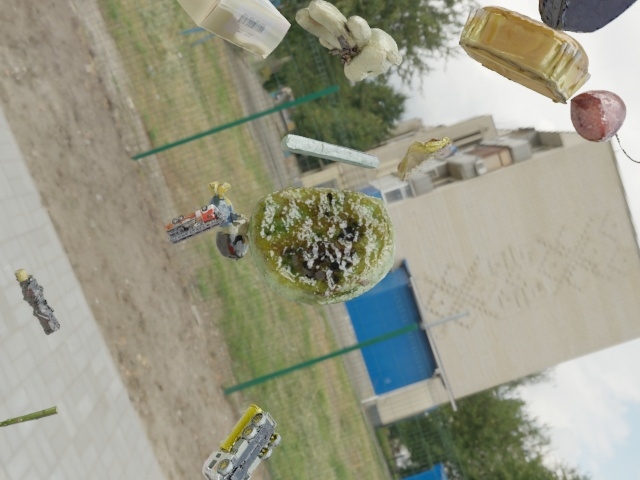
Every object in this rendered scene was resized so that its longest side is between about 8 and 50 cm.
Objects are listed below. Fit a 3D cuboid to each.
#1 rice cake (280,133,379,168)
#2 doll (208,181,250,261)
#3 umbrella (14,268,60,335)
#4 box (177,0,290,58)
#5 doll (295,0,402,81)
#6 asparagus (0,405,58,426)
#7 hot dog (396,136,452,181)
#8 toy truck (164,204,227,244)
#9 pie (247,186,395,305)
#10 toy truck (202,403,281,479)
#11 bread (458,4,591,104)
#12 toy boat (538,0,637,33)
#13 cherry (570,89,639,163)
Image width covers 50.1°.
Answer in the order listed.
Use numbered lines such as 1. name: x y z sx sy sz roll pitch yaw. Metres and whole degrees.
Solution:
1. rice cake: 0.021 -0.172 1.340 0.033 0.207 0.033 -7 -105 65
2. doll: -0.194 -0.039 1.480 0.102 0.089 0.179 10 -69 54
3. umbrella: -0.549 0.118 1.331 0.040 0.037 0.144 -50 128 -48
4. box: -0.185 -0.467 1.341 0.168 0.095 0.212 54 23 22
5. doll: 0.063 -0.502 1.735 0.278 0.149 0.175 27 20 -23
6. asparagus: -0.552 0.331 1.270 0.018 0.127 0.015 89 -15 -54
7. hot dog: 0.243 -0.212 1.671 0.078 0.169 0.061 -11 68 -55
8. toy truck: -0.158 -0.022 0.873 0.024 0.083 0.032 49 21 -58
9. pie: 0.000 0.000 1.422 0.070 0.323 0.323 91 -15 -54
10. toy truck: -0.194 0.516 1.699 0.227 0.114 0.098 -51 122 -37
11. bread: 0.391 -0.361 1.314 0.241 0.107 0.136 37 9 29
12. toy boat: 0.266 -0.328 0.570 0.219 0.072 0.318 162 -54 -79
13. cherry: 0.608 -0.238 1.410 0.225 0.107 0.090 24 8 -14
